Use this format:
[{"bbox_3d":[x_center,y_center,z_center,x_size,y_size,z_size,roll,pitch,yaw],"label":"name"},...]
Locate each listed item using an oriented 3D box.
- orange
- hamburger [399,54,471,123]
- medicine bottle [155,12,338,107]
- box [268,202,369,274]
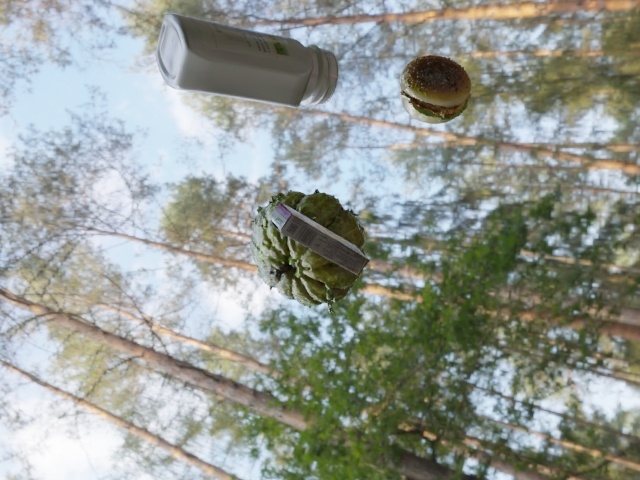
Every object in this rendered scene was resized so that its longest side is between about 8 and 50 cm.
[{"bbox_3d":[-0.031,0.017,1.828,0.223,0.301,0.300,-43,-45,-56],"label":"orange"},{"bbox_3d":[0.194,-0.258,1.259,0.081,0.126,0.141,94,-159,-58],"label":"hamburger"},{"bbox_3d":[-0.127,-0.326,1.375,0.324,0.179,0.124,1,-55,-32],"label":"medicine bottle"},{"bbox_3d":[0.000,0.000,1.299,0.207,0.050,0.041,29,-81,-39],"label":"box"}]
